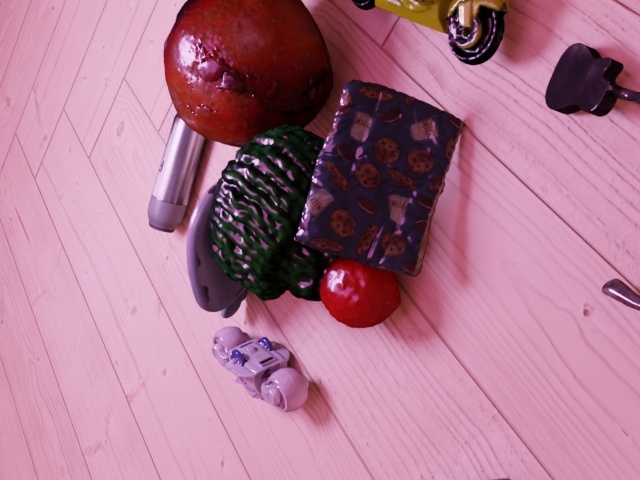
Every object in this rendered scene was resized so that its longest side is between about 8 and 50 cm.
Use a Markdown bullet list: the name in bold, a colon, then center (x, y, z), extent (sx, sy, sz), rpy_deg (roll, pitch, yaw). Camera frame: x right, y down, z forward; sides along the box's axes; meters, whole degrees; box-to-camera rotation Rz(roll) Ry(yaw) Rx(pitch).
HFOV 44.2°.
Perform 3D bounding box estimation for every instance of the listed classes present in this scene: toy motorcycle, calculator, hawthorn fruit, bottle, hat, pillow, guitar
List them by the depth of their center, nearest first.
- **guitar**: center (0.346, -0.175, 0.925), extent (0.088, 0.025, 0.233), rpy_deg (-69, 24, 14)
- **pillow**: center (0.086, -0.090, 1.126), extent (0.034, 0.189, 0.255), rpy_deg (134, 154, -85)
- **toy motorcycle**: center (0.156, -0.400, 1.137), extent (0.342, 0.142, 0.206), rpy_deg (41, 113, 41)
- **hat**: center (0.000, 0.000, 1.231), extent (0.332, 0.242, 0.274), rpy_deg (37, 138, 20)
- **hawthorn fruit**: center (-0.127, -0.307, 1.336), extent (0.316, 0.316, 0.316), rpy_deg (-9, 78, 47)
- **calculator**: center (-0.163, 0.023, 1.385), extent (0.041, 0.185, 0.299), rpy_deg (20, 138, 24)
- **toy motorcycle**: center (-0.108, 0.233, 1.387), extent (0.254, 0.112, 0.112), rpy_deg (28, 105, 47)
- **bottle**: center (-0.301, -0.144, 1.662), extent (0.096, 0.079, 0.254), rpy_deg (-95, 22, -78)

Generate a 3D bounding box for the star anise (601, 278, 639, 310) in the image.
- **star anise**: center (0.452, -0.064, 0.783), extent (0.359, 0.139, 0.316), rpy_deg (7, 82, 64)

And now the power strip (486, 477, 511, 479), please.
- **power strip**: center (0.159, 0.384, 1.088), extent (0.286, 0.048, 0.080), rpy_deg (-26, 63, 43)
